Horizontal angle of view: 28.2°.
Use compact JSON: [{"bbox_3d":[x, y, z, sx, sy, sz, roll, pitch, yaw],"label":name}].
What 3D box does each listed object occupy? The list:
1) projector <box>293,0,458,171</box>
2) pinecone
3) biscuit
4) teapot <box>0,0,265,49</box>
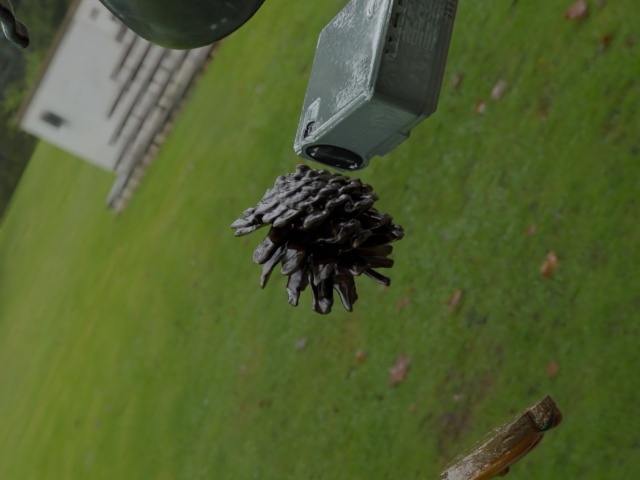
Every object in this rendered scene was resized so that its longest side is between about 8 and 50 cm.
[{"bbox_3d":[0.067,-0.202,1.543,0.257,0.099,0.192,149,138,-65],"label":"projector"},{"bbox_3d":[0.002,0.002,1.723,0.202,0.201,0.229,-45,16,-9],"label":"pinecone"},{"bbox_3d":[0.219,0.243,1.497,0.170,0.050,0.170,-36,-8,-6],"label":"biscuit"},{"bbox_3d":[-0.224,-0.341,1.318,0.305,0.285,0.223,-6,71,31],"label":"teapot"}]
